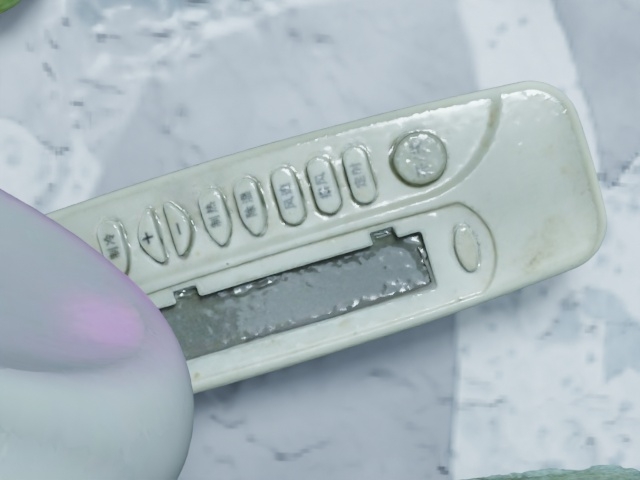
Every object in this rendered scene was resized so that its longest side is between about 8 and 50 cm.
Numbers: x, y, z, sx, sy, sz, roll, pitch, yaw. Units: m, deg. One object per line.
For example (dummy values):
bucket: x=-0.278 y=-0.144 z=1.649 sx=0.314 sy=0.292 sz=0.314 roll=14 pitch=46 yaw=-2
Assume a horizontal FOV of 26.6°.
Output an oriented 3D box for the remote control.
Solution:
remote control: x=0.000 y=0.000 z=0.563 sx=0.230 sy=0.049 sz=0.090 roll=-16 pitch=95 yaw=1

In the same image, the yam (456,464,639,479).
yam: x=0.100 y=0.222 z=0.570 sx=0.093 sy=0.093 sz=0.259 roll=-2 pitch=94 yaw=-6

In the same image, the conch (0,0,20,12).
conch: x=-0.153 y=-0.130 z=0.532 sx=0.201 sy=0.079 sz=0.095 roll=-41 pitch=117 yaw=-10

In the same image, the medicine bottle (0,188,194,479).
medicine bottle: x=-0.205 y=0.124 z=0.454 sx=0.241 sy=0.241 sz=0.301 roll=26 pitch=101 yaw=-7
